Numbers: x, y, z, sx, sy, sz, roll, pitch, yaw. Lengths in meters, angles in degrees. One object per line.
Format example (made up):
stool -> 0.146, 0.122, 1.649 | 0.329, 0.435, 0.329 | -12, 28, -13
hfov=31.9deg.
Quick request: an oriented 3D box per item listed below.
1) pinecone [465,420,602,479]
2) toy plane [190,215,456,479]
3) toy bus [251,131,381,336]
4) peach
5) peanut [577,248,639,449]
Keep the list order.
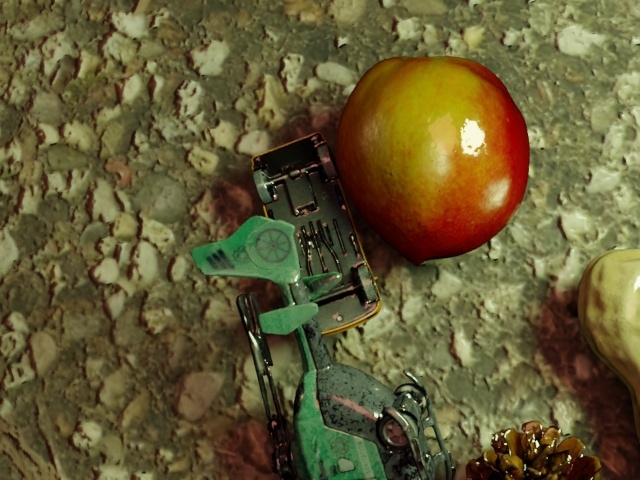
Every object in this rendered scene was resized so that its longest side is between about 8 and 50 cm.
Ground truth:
pinecone -> 0.184, 0.223, 0.979 | 0.140, 0.121, 0.140 | -6, 35, 4
toy plane -> 0.013, 0.155, 0.995 | 0.155, 0.106, 0.382 | -16, 102, 16
toy bus -> 0.000, 0.000, 1.089 | 0.083, 0.088, 0.195 | -19, 71, 7
peach -> 0.109, -0.073, 1.054 | 0.197, 0.197, 0.197 | -1, 74, 5
peanut -> 0.335, 0.138, 1.003 | 0.136, 0.120, 0.298 | -23, 76, 4
